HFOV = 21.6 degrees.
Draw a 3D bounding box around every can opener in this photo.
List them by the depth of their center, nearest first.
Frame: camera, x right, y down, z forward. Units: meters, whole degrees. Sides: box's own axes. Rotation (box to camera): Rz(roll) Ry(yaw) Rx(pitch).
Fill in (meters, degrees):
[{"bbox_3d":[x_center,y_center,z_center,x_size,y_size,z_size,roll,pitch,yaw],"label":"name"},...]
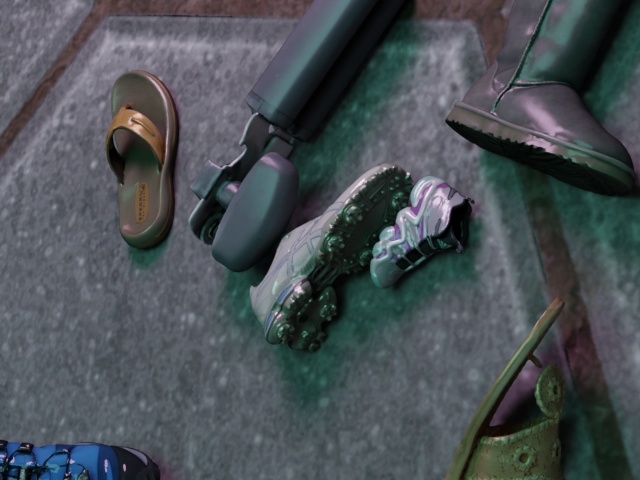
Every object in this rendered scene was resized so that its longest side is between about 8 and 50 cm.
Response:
[{"bbox_3d":[-0.009,-0.103,1.394,0.095,0.076,0.283,38,96,28],"label":"can opener"}]

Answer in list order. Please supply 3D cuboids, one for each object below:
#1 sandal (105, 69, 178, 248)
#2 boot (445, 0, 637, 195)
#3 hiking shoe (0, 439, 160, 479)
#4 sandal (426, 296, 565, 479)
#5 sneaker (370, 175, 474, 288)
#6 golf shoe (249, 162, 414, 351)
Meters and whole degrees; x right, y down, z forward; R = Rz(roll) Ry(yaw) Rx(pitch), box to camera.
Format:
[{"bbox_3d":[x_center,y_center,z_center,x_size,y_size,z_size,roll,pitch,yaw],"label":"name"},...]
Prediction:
[{"bbox_3d":[-0.169,-0.080,1.522,0.072,0.049,0.180,-20,61,31],"label":"sandal"},{"bbox_3d":[0.201,-0.152,1.253,0.189,0.076,0.208,29,84,40],"label":"boot"},{"bbox_3d":[-0.273,0.221,1.425,0.304,0.132,0.113,-9,67,36],"label":"hiking shoe"},{"bbox_3d":[0.132,0.157,1.186,0.079,0.088,0.240,36,105,10],"label":"sandal"},{"bbox_3d":[0.084,0.002,1.294,0.069,0.038,0.098,31,93,43],"label":"sneaker"},{"bbox_3d":[0.000,0.000,1.347,0.176,0.069,0.086,-52,43,8],"label":"golf shoe"}]
